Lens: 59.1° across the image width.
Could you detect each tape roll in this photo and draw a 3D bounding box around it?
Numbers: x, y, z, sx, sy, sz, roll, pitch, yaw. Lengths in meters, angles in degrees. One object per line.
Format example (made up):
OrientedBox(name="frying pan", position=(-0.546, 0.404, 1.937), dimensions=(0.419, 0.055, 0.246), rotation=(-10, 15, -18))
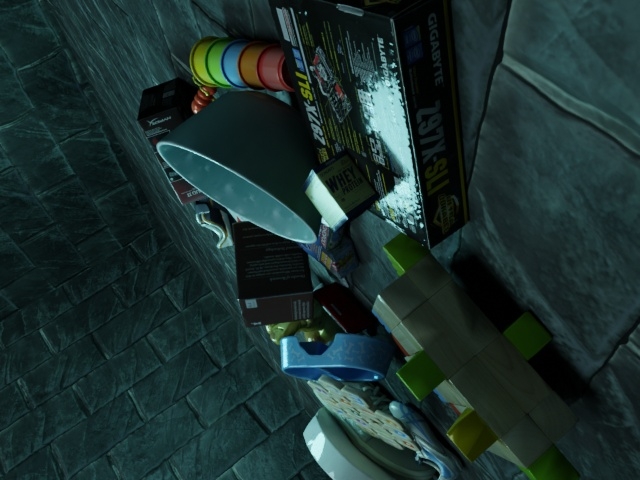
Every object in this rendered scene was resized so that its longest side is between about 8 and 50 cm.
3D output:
OrientedBox(name="tape roll", position=(0.138, 0.606, 1.575), dimensions=(0.392, 0.072, 0.392), rotation=(31, -175, -3))

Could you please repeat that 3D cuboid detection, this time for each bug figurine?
OrientedBox(name="bug figurine", position=(-0.224, -0.224, 1.254), dimensions=(0.279, 0.072, 0.216), rotation=(46, 122, 24))

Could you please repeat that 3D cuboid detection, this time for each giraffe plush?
OrientedBox(name="giraffe plush", position=(-0.017, 0.210, 1.489), dimensions=(0.170, 0.210, 0.181), rotation=(40, -144, -32))

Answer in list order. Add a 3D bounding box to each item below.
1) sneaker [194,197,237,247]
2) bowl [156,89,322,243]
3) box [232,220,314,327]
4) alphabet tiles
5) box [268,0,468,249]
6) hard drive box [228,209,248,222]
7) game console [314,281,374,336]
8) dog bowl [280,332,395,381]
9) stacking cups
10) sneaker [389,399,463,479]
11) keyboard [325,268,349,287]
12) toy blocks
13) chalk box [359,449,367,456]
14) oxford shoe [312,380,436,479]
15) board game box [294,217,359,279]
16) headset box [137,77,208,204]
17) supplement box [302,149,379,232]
OrientedBox(name="sneaker", position=(-0.347, -0.124, 1.783), dimensions=(0.321, 0.128, 0.126), rotation=(60, 163, -8))
OrientedBox(name="bowl", position=(-0.104, -0.140, 0.981), dimensions=(0.312, 0.163, 0.311), rotation=(29, 168, 7))
OrientedBox(name="box", position=(-0.110, 0.073, 1.328), dimensions=(0.168, 0.167, 0.203), rotation=(93, 169, -61))
OrientedBox(name="alphabet tiles", position=(0.105, 0.418, 1.365), dimensions=(0.278, 0.021, 0.284), rotation=(12, 147, 41))
OrientedBox(name="box", position=(0.063, -0.172, 0.735), dimensions=(0.257, 0.079, 0.321), rotation=(40, 156, 45))
OrientedBox(name="hard drive box", position=(-0.180, -0.119, 1.420), dimensions=(0.181, 0.089, 0.232), rotation=(50, 161, 19))
OrientedBox(name="game console", position=(0.055, 0.179, 1.355), dimensions=(0.144, 0.124, 0.085), rotation=(46, 133, 26))
OrientedBox(name="dog bowl", position=(0.032, 0.282, 1.335), dimensions=(0.297, 0.074, 0.166), rotation=(-10, 149, 34))
OrientedBox(name="stacking cups", position=(-0.126, -0.302, 0.962), dimensions=(0.316, 0.096, 0.096), rotation=(28, 147, 54))
OrientedBox(name="sneaker", position=(0.248, 0.499, 1.410), dimensions=(0.237, 0.086, 0.085), rotation=(46, 161, 31))
OrientedBox(name="keyboard", position=(0.000, 0.000, 1.290), dimensions=(0.072, 0.014, 0.255), rotation=(26, 146, 57))
OrientedBox(name="toy blocks", position=(0.208, 0.183, 0.868), dimensions=(0.381, 0.191, 0.261), rotation=(50, 173, 12))
OrientedBox(name="chalk box", position=(0.127, 0.636, 1.874), dimensions=(0.213, 0.132, 0.132), rotation=(27, 146, 58))
OrientedBox(name="oxford shoe", position=(0.144, 0.479, 1.567), dimensions=(0.449, 0.169, 0.130), rotation=(38, 111, 40))
OrientedBox(name="board game box", position=(0.003, -0.023, 1.160), dimensions=(0.194, 0.060, 0.194), rotation=(45, 154, 20))
OrientedBox(name="headset box", position=(-0.371, -0.254, 1.522), dimensions=(0.218, 0.110, 0.293), rotation=(-108, -2, -53))
OrientedBox(name="supplement box", position=(0.026, -0.068, 0.797), dimensions=(0.083, 0.056, 0.083), rotation=(54, 162, 4))
